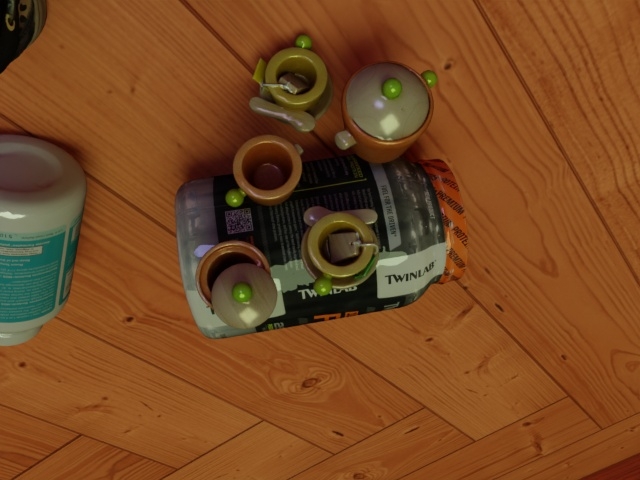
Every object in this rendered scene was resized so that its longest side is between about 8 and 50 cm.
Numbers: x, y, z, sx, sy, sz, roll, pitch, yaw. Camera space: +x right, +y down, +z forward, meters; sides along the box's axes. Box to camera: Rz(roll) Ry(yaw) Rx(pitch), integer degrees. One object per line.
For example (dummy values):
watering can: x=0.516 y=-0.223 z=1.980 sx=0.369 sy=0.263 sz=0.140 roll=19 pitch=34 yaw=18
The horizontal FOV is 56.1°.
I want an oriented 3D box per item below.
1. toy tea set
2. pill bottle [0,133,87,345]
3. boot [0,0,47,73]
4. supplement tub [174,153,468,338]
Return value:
toy tea set: x=-0.008 y=-0.064 z=0.615 sx=0.200 sy=0.335 sz=0.124 roll=16 pitch=167 yaw=2
pill bottle: x=-0.378 y=0.013 z=0.737 sx=0.146 sy=0.146 sz=0.264 roll=10 pitch=129 yaw=-21
boot: x=-0.316 y=-0.249 z=0.406 sx=0.138 sy=0.284 sz=0.377 roll=-8 pitch=135 yaw=-5
supplement tub: x=0.000 y=0.000 z=0.771 sx=0.338 sy=0.207 sz=0.207 roll=-9 pitch=134 yaw=-4
